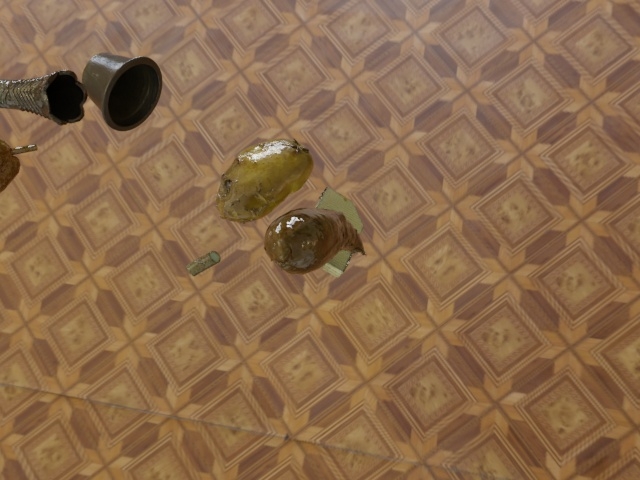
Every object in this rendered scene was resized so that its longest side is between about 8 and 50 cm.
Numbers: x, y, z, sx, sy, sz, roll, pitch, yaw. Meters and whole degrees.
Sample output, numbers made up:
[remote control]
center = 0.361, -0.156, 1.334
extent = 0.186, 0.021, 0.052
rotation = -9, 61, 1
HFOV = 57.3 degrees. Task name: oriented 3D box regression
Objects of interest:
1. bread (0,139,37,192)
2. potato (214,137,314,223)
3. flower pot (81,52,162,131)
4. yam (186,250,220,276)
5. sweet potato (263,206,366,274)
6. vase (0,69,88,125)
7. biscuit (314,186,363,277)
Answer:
[bread]
center = -0.597, -0.099, 0.894
extent = 0.084, 0.344, 0.124
rotation = -9, 104, 40
[potato]
center = -0.146, -0.159, 1.493
extent = 0.173, 0.140, 0.300
rotation = 40, 60, 10
[flower pot]
center = -0.601, -0.460, 1.728
extent = 0.148, 0.235, 0.235
rotation = 32, 86, 14
[yam]
center = -0.331, 0.065, 1.657
extent = 0.094, 0.043, 0.043
rotation = -29, 76, 8
[sweet potato]
center = -0.002, -0.004, 1.211
extent = 0.130, 0.422, 0.131
rotation = 1, 93, 22
[vase]
center = -0.612, -0.300, 1.209
extent = 0.237, 0.115, 0.115
rotation = 8, 81, 21
[biscuit]
center = 0.032, -0.027, 1.596
extent = 0.150, 0.052, 0.252
rotation = 30, 48, -6
